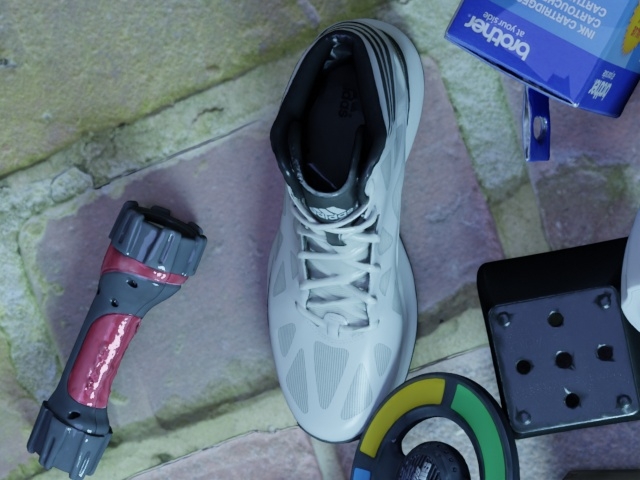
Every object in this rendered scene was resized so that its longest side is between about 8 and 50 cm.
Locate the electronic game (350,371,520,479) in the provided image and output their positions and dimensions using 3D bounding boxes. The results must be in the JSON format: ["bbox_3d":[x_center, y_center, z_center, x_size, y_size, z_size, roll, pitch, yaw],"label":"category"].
[{"bbox_3d":[0.109,0.243,1.695,0.229,0.048,0.229,-19,65,45],"label":"electronic game"}]

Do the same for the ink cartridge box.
[{"bbox_3d":[0.265,-0.267,1.612,0.151,0.270,0.395,32,102,15],"label":"ink cartridge box"}]

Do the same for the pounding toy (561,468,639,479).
[{"bbox_3d":[0.279,0.332,1.760,0.206,0.094,0.181,-5,99,24],"label":"pounding toy"}]

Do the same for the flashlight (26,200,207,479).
[{"bbox_3d":[-0.223,0.112,1.860,0.103,0.103,0.304,24,99,8],"label":"flashlight"}]

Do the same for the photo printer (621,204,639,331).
[{"bbox_3d":[0.445,0.025,1.615,0.307,0.256,0.107,23,145,11],"label":"photo printer"}]

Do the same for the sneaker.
[{"bbox_3d":[-0.001,-0.001,1.711,0.169,0.257,0.447,5,96,14],"label":"sneaker"}]

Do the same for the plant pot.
[{"bbox_3d":[0.249,0.106,1.704,0.188,0.167,0.187,-11,92,16],"label":"plant pot"}]
